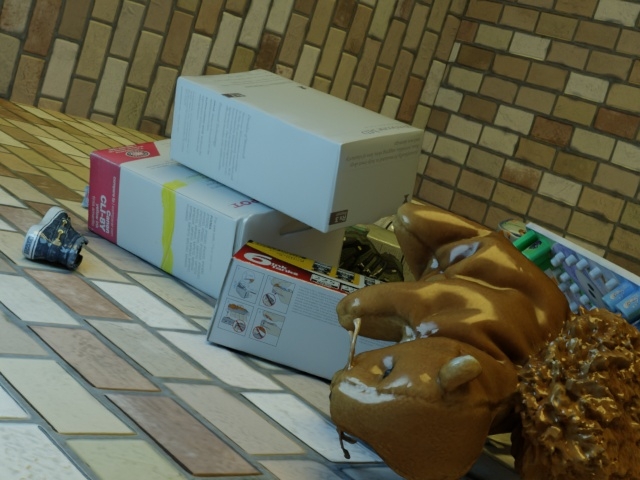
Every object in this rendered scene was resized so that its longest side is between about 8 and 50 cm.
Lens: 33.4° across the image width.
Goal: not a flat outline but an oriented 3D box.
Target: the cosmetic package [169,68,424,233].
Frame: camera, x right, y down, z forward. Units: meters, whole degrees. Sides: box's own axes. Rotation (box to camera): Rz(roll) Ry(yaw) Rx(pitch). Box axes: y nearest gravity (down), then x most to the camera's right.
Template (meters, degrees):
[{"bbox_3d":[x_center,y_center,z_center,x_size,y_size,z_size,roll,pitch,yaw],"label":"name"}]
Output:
[{"bbox_3d":[-0.046,-0.158,1.765,0.385,0.156,0.217,24,26,36],"label":"cosmetic package"}]

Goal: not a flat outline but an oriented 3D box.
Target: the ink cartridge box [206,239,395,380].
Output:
[{"bbox_3d":[0.013,0.109,1.574,0.309,0.130,0.272,18,8,0],"label":"ink cartridge box"}]

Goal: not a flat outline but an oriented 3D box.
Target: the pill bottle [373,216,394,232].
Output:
[{"bbox_3d":[0.153,-0.011,2.679,0.193,0.108,0.108,23,10,29],"label":"pill bottle"}]

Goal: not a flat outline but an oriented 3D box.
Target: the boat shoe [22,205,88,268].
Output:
[{"bbox_3d":[-0.399,0.001,1.658,0.083,0.065,0.183,20,14,-5],"label":"boat shoe"}]

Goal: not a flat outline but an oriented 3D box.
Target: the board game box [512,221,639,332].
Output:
[{"bbox_3d":[0.445,0.178,1.528,0.390,0.050,0.390,56,-3,-17],"label":"board game box"}]

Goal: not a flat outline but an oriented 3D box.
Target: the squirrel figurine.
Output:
[{"bbox_3d":[0.196,0.161,1.193,0.396,0.281,0.370,17,15,11],"label":"squirrel figurine"}]

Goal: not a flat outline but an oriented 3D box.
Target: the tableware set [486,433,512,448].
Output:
[{"bbox_3d":[0.288,0.278,1.435,0.141,0.020,0.168,23,10,34],"label":"tableware set"}]

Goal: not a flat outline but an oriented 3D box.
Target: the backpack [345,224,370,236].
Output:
[{"bbox_3d":[0.000,0.000,2.197,0.165,0.144,0.188,29,16,30],"label":"backpack"}]

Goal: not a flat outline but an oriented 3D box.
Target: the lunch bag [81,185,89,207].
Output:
[{"bbox_3d":[-0.420,-0.077,2.121,0.083,0.053,0.071,11,3,27],"label":"lunch bag"}]

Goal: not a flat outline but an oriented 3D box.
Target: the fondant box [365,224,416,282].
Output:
[{"bbox_3d":[0.199,0.052,2.422,0.330,0.096,0.238,21,9,14],"label":"fondant box"}]

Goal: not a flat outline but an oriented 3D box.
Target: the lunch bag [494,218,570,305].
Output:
[{"bbox_3d":[0.481,0.062,2.131,0.303,0.115,0.243,28,11,16],"label":"lunch bag"}]

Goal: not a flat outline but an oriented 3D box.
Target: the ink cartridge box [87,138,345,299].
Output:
[{"bbox_3d":[-0.183,-0.049,1.876,0.384,0.161,0.279,24,26,37],"label":"ink cartridge box"}]

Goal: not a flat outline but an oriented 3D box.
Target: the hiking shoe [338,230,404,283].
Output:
[{"bbox_3d":[0.084,0.061,2.002,0.226,0.086,0.114,22,38,-37],"label":"hiking shoe"}]
